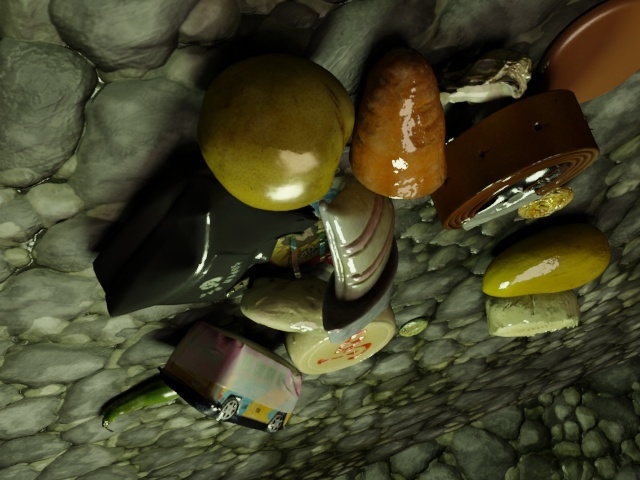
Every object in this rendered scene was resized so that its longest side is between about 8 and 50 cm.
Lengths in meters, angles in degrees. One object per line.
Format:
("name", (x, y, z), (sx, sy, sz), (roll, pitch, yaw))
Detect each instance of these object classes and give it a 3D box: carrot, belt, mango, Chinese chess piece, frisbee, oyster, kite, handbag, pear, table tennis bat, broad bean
("carrot", (0.123, -0.192, 1.159), (0.159, 0.159, 0.225), (-15, 139, -14))
("belt", (0.314, -0.130, 1.336), (0.217, 0.122, 0.338), (-9, 162, -32))
("mango", (0.553, 0.047, 1.864), (0.331, 0.142, 0.195), (-9, 143, -23))
("Chinese chess piece", (0.044, 0.212, 1.809), (0.273, 0.102, 0.273), (-18, 151, -10))
("frisbee", (0.479, -0.317, 1.315), (0.250, 0.021, 0.251), (-19, 150, -11))
("oyster", (0.258, -0.252, 1.222), (0.163, 0.081, 0.191), (-10, 169, 34))
("kite", (-0.014, -0.045, 1.370), (0.169, 0.015, 0.310), (-11, 138, -18))
("handbag", (-0.177, 0.014, 1.269), (0.288, 0.152, 0.342), (3, 144, -47))
("pear", (-0.063, -0.145, 1.027), (0.208, 0.209, 0.209), (-18, 151, -10))
("table tennis bat", (0.000, 0.000, 1.490), (0.200, 0.038, 0.310), (-29, 148, 10))
("broad bean", (-0.385, 0.361, 1.798), (0.318, 0.056, 0.098), (-28, 150, 16))

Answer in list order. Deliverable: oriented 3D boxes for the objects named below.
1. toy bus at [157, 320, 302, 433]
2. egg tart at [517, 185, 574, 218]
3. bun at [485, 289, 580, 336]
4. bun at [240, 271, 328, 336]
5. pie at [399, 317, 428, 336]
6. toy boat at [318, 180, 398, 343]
("toy bus", (-0.168, 0.306, 1.715), (0.162, 0.171, 0.386), (-57, 149, -5))
("egg tart", (0.480, -0.092, 1.671), (0.128, 0.049, 0.129), (-16, 156, -7))
("bun", (0.551, 0.167, 2.035), (0.259, 0.152, 0.259), (-7, 163, -2))
("bun", (-0.043, 0.121, 1.541), (0.209, 0.116, 0.237), (11, -179, 24))
("pie", (0.252, 0.233, 2.086), (0.085, 0.017, 0.085), (-17, 150, -10))
("toy boat", (0.081, 0.015, 1.397), (0.276, 0.111, 0.294), (-44, 146, -51))
